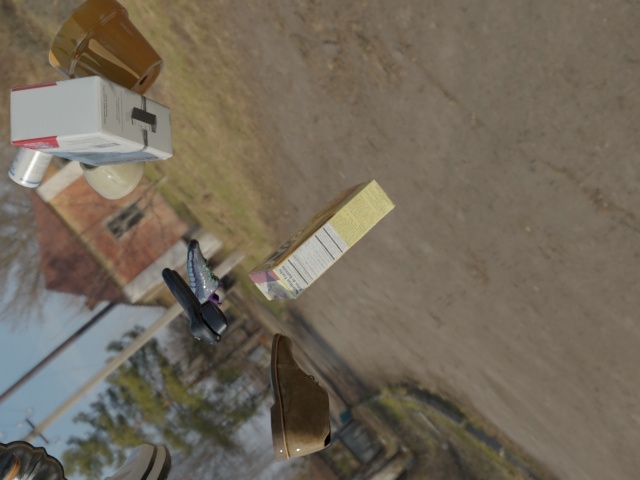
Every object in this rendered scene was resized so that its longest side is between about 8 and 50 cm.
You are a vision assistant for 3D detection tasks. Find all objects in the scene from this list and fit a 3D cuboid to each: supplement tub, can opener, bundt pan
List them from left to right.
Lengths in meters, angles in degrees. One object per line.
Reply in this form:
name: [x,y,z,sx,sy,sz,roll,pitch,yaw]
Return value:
bundt pan: [-0.836,0.703,2.167,0.331,0.331,0.124,49,151,-3]
supplement tub: [-0.629,-0.177,1.755,0.071,0.107,0.071,30,-161,-11]
can opener: [-0.243,0.123,1.535,0.186,0.073,0.059,47,175,27]

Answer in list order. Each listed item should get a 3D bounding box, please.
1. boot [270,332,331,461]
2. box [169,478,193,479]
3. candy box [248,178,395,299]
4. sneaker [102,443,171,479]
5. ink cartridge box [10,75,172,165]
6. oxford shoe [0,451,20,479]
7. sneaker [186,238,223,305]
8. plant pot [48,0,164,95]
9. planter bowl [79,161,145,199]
boot: [-0.043,0.301,1.596,0.305,0.115,0.112,-100,0,-51]
box: [-0.365,0.647,1.740,0.300,0.142,0.154,-53,-44,-84]
candy box: [0.000,0.000,1.792,0.087,0.316,0.183,51,160,-10]
sneaker: [-0.405,0.425,1.271,0.258,0.169,0.447,24,-163,-3]
ink cartridge box: [-0.444,-0.229,1.590,0.273,0.197,0.114,14,-107,-72]
oxford shoe: [-0.616,0.474,1.505,0.076,0.212,0.076,28,-157,-39]
sneaker: [-0.327,0.092,2.287,0.083,0.098,0.223,-98,8,-58]
plant pot: [-0.463,-0.410,1.793,0.188,0.205,0.205,40,171,-2]
planter bowl: [-0.552,-0.201,2.077,0.162,0.162,0.109,43,-177,33]
